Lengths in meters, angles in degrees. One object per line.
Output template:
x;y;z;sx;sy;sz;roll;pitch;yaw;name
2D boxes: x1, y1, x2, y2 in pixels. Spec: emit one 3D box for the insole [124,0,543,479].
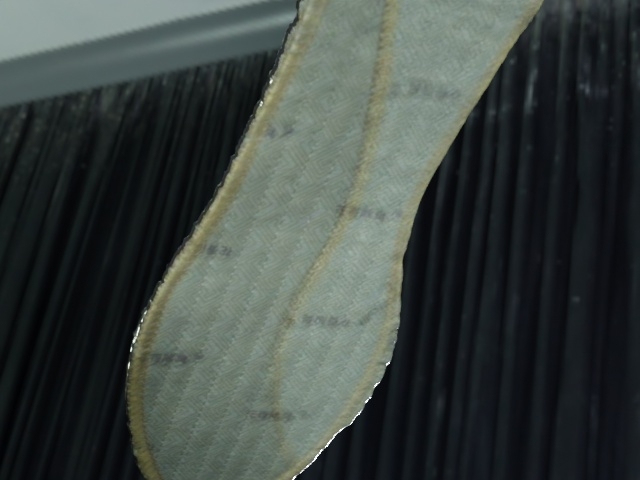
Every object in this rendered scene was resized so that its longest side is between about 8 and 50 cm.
0.000;0.000;0.493;0.119;0.009;0.348;4;132;-26;insole
